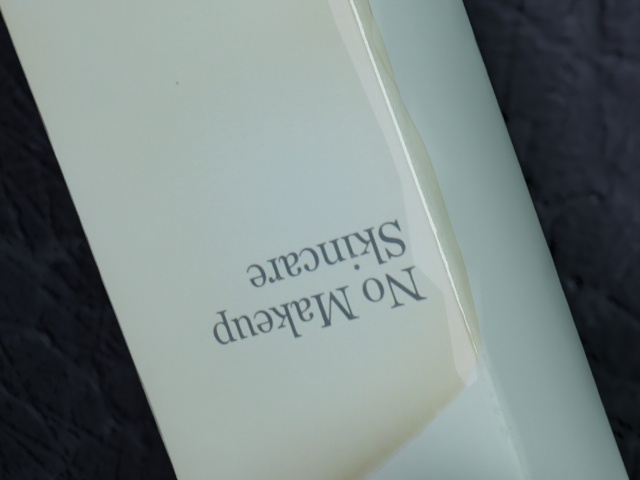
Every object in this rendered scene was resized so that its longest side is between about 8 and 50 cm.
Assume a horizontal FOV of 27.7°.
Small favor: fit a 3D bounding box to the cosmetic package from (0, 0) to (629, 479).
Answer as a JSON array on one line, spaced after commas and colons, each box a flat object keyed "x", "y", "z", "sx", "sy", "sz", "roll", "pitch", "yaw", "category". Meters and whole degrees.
[{"x": 0.000, "y": 0.000, "z": 0.550, "sx": 0.160, "sy": 0.113, "sz": 0.310, "roll": -19, "pitch": 93, "yaw": 29, "category": "cosmetic package"}]
